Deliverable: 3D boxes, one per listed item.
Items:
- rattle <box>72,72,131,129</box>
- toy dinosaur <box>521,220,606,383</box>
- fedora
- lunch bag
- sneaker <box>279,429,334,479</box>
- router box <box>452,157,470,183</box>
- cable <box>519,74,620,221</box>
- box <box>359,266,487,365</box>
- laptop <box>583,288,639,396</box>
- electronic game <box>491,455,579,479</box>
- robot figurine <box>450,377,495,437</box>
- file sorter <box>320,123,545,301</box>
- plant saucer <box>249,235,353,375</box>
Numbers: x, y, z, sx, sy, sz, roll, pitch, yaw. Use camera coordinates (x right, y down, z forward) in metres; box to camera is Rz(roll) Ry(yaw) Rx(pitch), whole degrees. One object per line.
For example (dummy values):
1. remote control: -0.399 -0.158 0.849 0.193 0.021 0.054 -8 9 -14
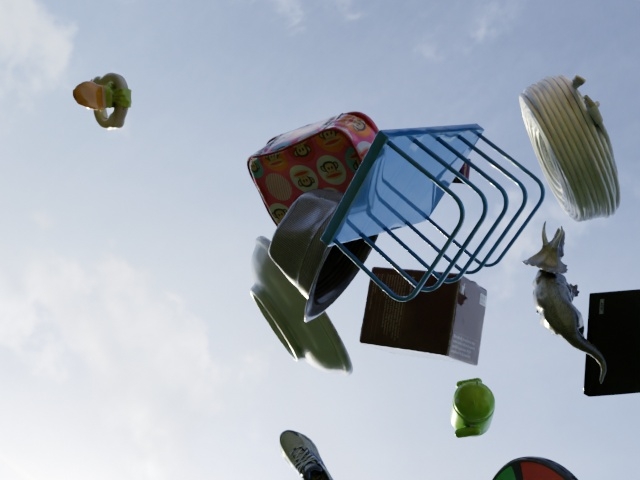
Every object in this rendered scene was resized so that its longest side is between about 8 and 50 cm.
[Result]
1. rattle: -0.514 -0.319 1.540 0.200 0.143 0.130 37 -50 36
2. toy dinosaur: 0.472 0.136 1.397 0.121 0.313 0.160 -19 -33 27
3. fedora: 0.000 0.000 1.201 0.124 0.275 0.243 28 -52 17
4. lunch bag: 0.015 -0.104 1.406 0.293 0.120 0.258 -11 -66 40
5. sneaker: -0.015 0.341 1.062 0.135 0.052 0.058 48 -13 19
6. router box: 0.192 -0.126 1.214 0.133 0.179 0.046 6 -82 12
7. cable: 0.415 -0.150 1.171 0.089 0.257 0.257 -22 -79 11
8. box: 0.216 0.158 1.463 0.203 0.168 0.167 3 -104 35
9. laptop: 0.650 0.176 1.438 0.137 0.264 0.234 10 -65 34
10. electronic game: 0.286 0.400 0.911 0.048 0.229 0.229 6 -51 -25
11. robot figurine: 0.243 0.269 1.121 0.067 0.101 0.115 6 -40 10
12. file sorter: 0.110 -0.027 0.640 0.104 0.170 0.118 44 -56 26
13. plant saucer: -0.073 0.179 1.693 0.101 0.400 0.400 -33 -73 -11
